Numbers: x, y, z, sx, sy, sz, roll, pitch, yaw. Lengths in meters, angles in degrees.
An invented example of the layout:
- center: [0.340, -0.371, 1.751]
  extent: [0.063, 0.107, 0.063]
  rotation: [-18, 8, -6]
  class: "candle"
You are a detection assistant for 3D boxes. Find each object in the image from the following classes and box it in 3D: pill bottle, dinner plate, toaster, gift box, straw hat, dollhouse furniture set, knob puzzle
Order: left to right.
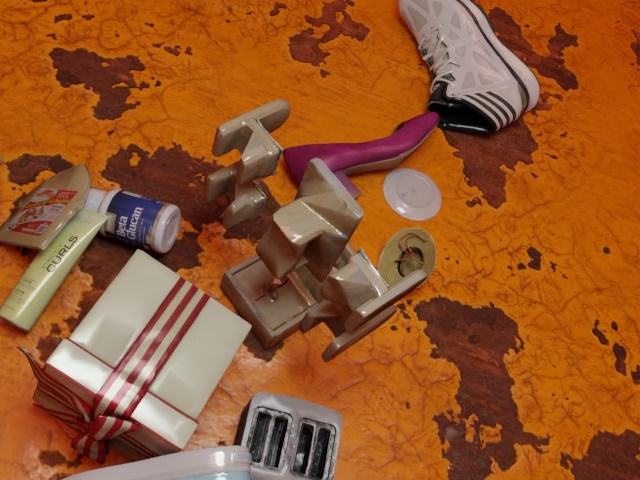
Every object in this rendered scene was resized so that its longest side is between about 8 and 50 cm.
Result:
- center: [-0.483, -0.061, 1.234]
  extent: [0.213, 0.030, 0.213]
  rotation: [-19, 42, 18]
  class: "knob puzzle"
- center: [-0.307, 0.198, 1.067]
  extent: [0.276, 0.255, 0.258]
  rotation: [32, 55, -5]
  class: "gift box"
- center: [-0.356, -0.042, 1.272]
  extent: [0.169, 0.094, 0.094]
  rotation: [16, 57, 7]
  class: "pill bottle"
- center: [-0.058, 0.349, 1.135]
  extent: [0.168, 0.110, 0.185]
  rotation: [18, 57, -8]
  class: "toaster"
- center: [0.000, 0.000, 1.184]
  extent: [0.256, 0.394, 0.362]
  rotation: [-30, 73, -29]
  class: "dollhouse furniture set"
- center: [0.192, 0.050, 1.409]
  extent: [0.061, 0.144, 0.144]
  rotation: [36, 43, -48]
  class: "straw hat"
- center: [0.210, -0.109, 1.537]
  extent: [0.141, 0.017, 0.141]
  rotation: [7, 59, -11]
  class: "dinner plate"

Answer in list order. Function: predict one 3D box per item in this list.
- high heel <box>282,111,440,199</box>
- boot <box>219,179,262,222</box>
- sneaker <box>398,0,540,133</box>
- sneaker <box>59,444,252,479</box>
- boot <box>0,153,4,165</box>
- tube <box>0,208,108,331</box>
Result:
- center: [0.100, -0.224, 1.497]
  extent: [0.377, 0.127, 0.181]
  rotation: [-40, 88, -28]
  class: "high heel"
- center: [-0.173, -0.090, 1.399]
  extent: [0.118, 0.042, 0.087]
  rotation: [-24, 64, -28]
  class: "boot"
- center: [0.313, -0.444, 1.670]
  extent: [0.447, 0.169, 0.257]
  rotation: [47, 57, 9]
  class: "sneaker"
- center: [-0.265, 0.397, 0.954]
  extent: [0.366, 0.135, 0.150]
  rotation: [-19, 61, 15]
  class: "sneaker"
- center: [-0.658, -0.103, 1.179]
  extent: [0.220, 0.109, 0.283]
  rotation: [-19, 45, -41]
  class: "boot"
- center: [-0.471, 0.042, 1.191]
  extent: [0.070, 0.062, 0.240]
  rotation: [34, 66, -16]
  class: "tube"
